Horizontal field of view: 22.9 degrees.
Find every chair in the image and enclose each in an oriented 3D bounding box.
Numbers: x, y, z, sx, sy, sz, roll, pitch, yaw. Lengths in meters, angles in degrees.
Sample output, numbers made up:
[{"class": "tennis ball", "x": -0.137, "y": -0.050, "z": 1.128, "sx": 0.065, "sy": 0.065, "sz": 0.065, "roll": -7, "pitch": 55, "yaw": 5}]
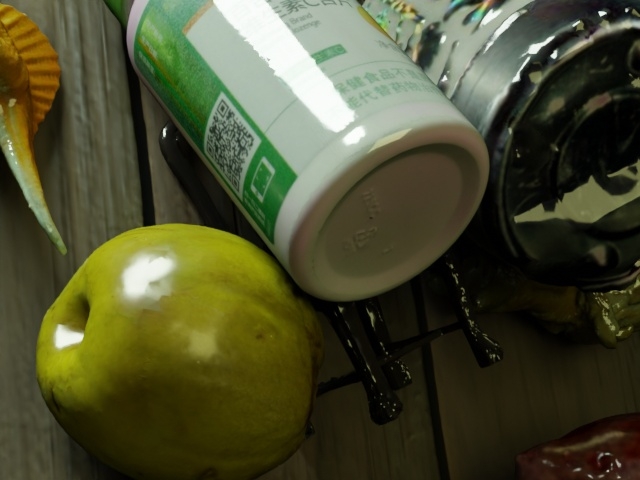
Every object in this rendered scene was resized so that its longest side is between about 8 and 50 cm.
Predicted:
[{"class": "chair", "x": 0.000, "y": 0.000, "z": 0.988, "sx": 0.106, "sy": 0.113, "sz": 0.229, "roll": -24, "pitch": 89, "yaw": -38}]

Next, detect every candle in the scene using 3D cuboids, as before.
[{"class": "candle", "x": 0.114, "y": -0.111, "z": 1.046, "sx": 0.187, "sy": 0.330, "sz": 0.187, "roll": -12, "pitch": 120, "yaw": -22}]

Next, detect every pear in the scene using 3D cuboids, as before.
[{"class": "pear", "x": -0.074, "y": 0.066, "z": 0.889, "sx": 0.162, "sy": 0.149, "sz": 0.149, "roll": 19, "pitch": 63, "yaw": -22}]

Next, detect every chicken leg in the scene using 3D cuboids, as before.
[{"class": "chicken leg", "x": 0.170, "y": 0.027, "z": 1.096, "sx": 0.228, "sy": 0.088, "sz": 0.103, "roll": -11, "pitch": 95, "yaw": -34}]

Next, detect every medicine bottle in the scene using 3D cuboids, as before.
[{"class": "medicine bottle", "x": -0.028, "y": -0.098, "z": 0.932, "sx": 0.133, "sy": 0.133, "sz": 0.274, "roll": -11, "pitch": 46, "yaw": -35}]

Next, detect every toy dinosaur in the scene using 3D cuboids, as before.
[{"class": "toy dinosaur", "x": -0.198, "y": -0.100, "z": 0.944, "sx": 0.212, "sy": 0.057, "sz": 0.142, "roll": 59, "pitch": 33, "yaw": -14}]

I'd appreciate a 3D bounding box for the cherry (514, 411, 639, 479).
[{"class": "cherry", "x": 0.226, "y": 0.197, "z": 1.009, "sx": 0.250, "sy": 0.192, "sz": 0.175, "roll": 29, "pitch": 24, "yaw": -13}]
